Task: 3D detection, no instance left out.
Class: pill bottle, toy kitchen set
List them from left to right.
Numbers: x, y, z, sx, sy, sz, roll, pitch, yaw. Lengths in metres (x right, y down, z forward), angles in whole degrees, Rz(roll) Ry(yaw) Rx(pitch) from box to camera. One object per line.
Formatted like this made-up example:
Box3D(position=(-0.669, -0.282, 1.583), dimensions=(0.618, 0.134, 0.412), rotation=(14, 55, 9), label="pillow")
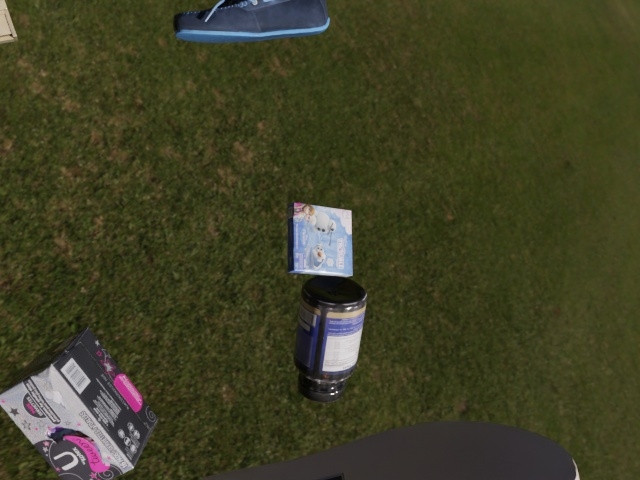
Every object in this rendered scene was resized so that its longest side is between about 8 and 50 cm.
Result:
Box3D(position=(-0.423, -0.284, 0.730), dimensions=(0.068, 0.075, 0.083), rotation=(-19, 110, -21), label="toy kitchen set")
Box3D(position=(0.013, 0.186, 1.113), dimensions=(0.123, 0.123, 0.219), rotation=(-26, 129, -54), label="pill bottle")

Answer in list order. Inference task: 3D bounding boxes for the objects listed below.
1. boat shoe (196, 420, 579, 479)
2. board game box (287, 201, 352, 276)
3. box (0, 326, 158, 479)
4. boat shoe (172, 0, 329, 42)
Box3D(position=(0.043, 0.263, 0.494), dimensions=(0.127, 0.341, 0.158), rotation=(-79, 157, -73), label="boat shoe")
Box3D(position=(0.000, 0.000, 0.783), dimensions=(0.090, 0.020, 0.090), rotation=(6, 76, -31), label="board game box")
Box3D(position=(-0.457, 0.325, 1.136), dimensions=(0.247, 0.142, 0.163), rotation=(57, 11, -13), label="box")
Box3D(position=(-0.117, -0.378, 0.984), dimensions=(0.258, 0.109, 0.089), rotation=(-11, 104, -21), label="boat shoe")
